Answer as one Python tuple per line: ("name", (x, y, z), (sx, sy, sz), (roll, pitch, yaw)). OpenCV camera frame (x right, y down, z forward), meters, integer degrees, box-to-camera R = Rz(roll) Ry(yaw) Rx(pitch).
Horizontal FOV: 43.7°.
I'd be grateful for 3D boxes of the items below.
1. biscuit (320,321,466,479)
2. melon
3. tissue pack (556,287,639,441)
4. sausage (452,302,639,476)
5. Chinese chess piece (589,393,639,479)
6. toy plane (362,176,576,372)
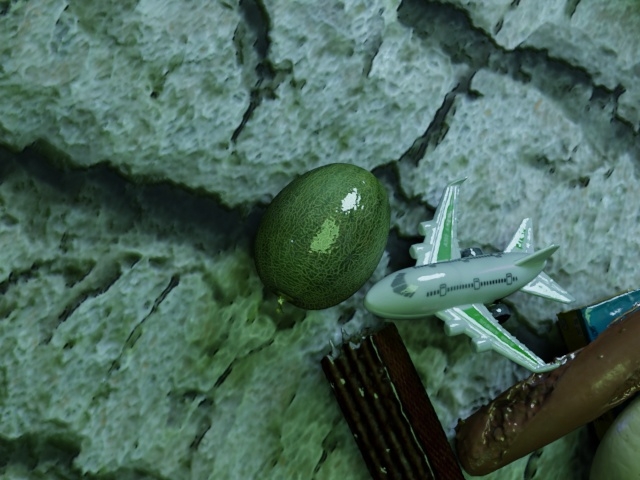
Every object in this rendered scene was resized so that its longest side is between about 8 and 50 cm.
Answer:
("biscuit", (0.086, 0.209, 0.888), (0.070, 0.106, 0.252), (-26, 86, 18))
("melon", (0.000, 0.000, 0.892), (0.139, 0.139, 0.192), (34, 74, -4))
("tissue pack", (0.372, 0.148, 0.967), (0.120, 0.082, 0.169), (-17, 85, -11))
("sausage", (0.286, 0.161, 0.888), (0.327, 0.087, 0.079), (-36, 95, 14))
("Chinese chess piece", (0.438, 0.272, 0.894), (0.270, 0.112, 0.269), (-6, 113, -14))
("toy plane", (0.161, 0.052, 0.914), (0.256, 0.101, 0.251), (-13, 65, -20))
